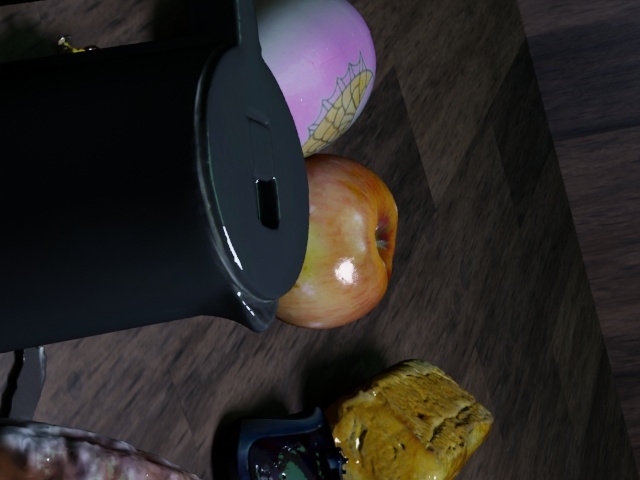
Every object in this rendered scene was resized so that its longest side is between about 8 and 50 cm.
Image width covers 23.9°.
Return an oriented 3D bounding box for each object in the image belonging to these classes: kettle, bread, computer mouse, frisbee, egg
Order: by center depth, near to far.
[{"bbox_3d":[-0.175,-0.051,1.067,0.203,0.308,0.262,56,31,-48],"label":"kettle"},{"bbox_3d":[-0.244,0.160,1.208,0.211,0.012,0.187,60,28,-42],"label":"frisbee"},{"bbox_3d":[-0.025,0.246,1.616,0.233,0.096,0.137,-3,83,-68],"label":"computer mouse"},{"bbox_3d":[-0.049,-0.178,1.630,0.271,0.196,0.196,-34,113,-47],"label":"egg"},{"bbox_3d":[0.102,0.235,1.850,0.132,0.167,0.294,-57,168,12],"label":"bread"}]

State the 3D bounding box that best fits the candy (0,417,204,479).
[{"bbox_3d":[-0.184,0.215,1.034,0.289,0.214,0.157,25,52,-41],"label":"candy"}]

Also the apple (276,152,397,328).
[{"bbox_3d":[0.000,0.000,1.681,0.209,0.164,0.209,5,90,-72],"label":"apple"}]

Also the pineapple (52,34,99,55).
[{"bbox_3d":[-0.207,-0.071,1.319,0.225,0.076,0.225,-13,90,-67],"label":"pineapple"}]
